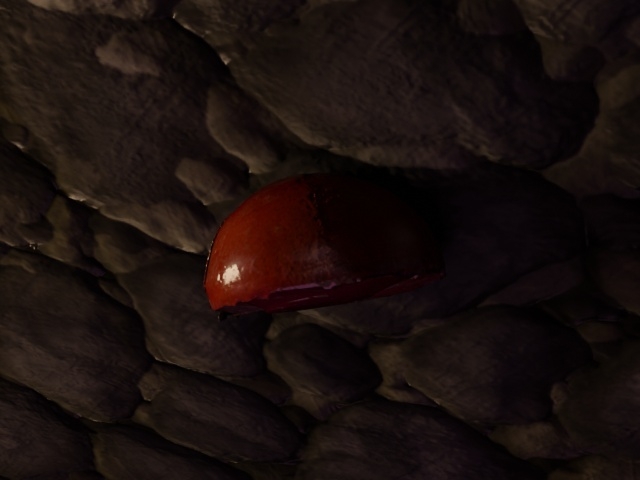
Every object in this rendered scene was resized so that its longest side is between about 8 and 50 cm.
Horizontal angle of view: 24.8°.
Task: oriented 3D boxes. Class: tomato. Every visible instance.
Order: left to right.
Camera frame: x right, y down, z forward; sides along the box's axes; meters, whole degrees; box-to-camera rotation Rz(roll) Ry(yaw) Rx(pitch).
[{"bbox_3d":[0.000,0.000,1.069,0.173,0.099,0.189,-12,175,15],"label":"tomato"}]
